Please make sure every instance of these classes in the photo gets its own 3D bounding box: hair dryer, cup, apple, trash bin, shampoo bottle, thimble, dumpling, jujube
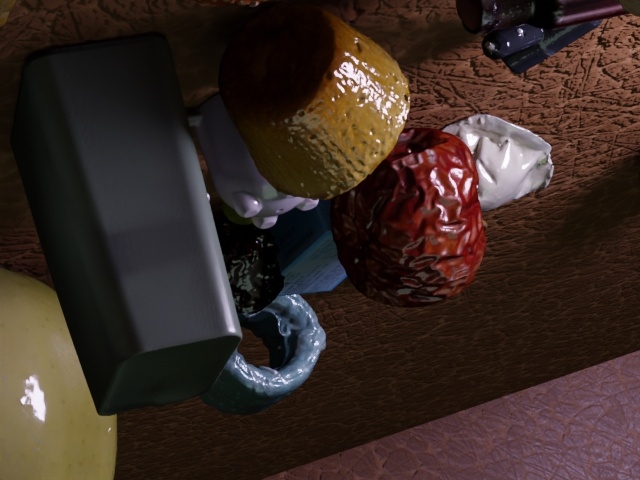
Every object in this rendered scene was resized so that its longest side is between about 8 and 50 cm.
[{"bbox_3d":[0.235,-0.240,1.729,0.124,0.072,0.219,-32,177,32],"label":"hair dryer"},{"bbox_3d":[-0.081,-0.100,1.783,0.134,0.142,0.173,-28,158,27],"label":"cup"},{"bbox_3d":[-0.489,0.258,1.969,0.473,0.474,0.474,-17,161,-6],"label":"apple"},{"bbox_3d":[-0.212,-0.009,1.605,0.158,0.344,0.223,-9,159,-20],"label":"trash bin"},{"bbox_3d":[0.309,-0.291,1.667,0.323,0.129,0.084,-15,131,-16],"label":"shampoo bottle"},{"bbox_3d":[-0.108,0.173,2.411,0.235,0.198,0.143,2,154,-33],"label":"thimble"},{"bbox_3d":[0.222,-0.113,2.111,0.181,0.111,0.155,-17,132,-21],"label":"dumpling"},{"bbox_3d":[0.120,-0.025,2.024,0.212,0.213,0.232,-15,119,-11],"label":"jujube"}]

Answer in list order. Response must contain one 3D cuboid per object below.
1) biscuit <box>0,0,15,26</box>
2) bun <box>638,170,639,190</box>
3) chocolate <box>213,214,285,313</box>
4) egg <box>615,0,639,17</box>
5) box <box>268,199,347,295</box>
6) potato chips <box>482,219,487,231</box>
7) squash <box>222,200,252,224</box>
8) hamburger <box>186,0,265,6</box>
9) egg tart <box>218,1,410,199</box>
[{"bbox_3d":[-0.323,-0.223,1.408,0.083,0.018,0.081,-5,157,-33],"label":"biscuit"},{"bbox_3d":[0.627,-0.110,2.421,0.239,0.141,0.239,-20,162,-7],"label":"bun"},{"bbox_3d":[-0.106,0.012,2.091,0.156,0.156,0.133,-8,148,-29],"label":"chocolate"},{"bbox_3d":[0.372,-0.329,1.509,0.203,0.203,0.245,-12,145,-21],"label":"egg"},{"bbox_3d":[0.000,0.000,2.222,0.142,0.083,0.232,-6,158,-34],"label":"box"},{"bbox_3d":[0.169,0.005,2.442,0.150,0.049,0.201,-4,154,-46],"label":"potato chips"},{"bbox_3d":[-0.051,-0.088,1.970,0.201,0.066,0.066,-37,155,26],"label":"squash"},{"bbox_3d":[-0.066,-0.289,1.279,0.236,0.147,0.237,-15,158,-6],"label":"hamburger"},{"bbox_3d":[-0.021,-0.162,1.634,0.202,0.203,0.147,-25,147,17],"label":"egg tart"}]
